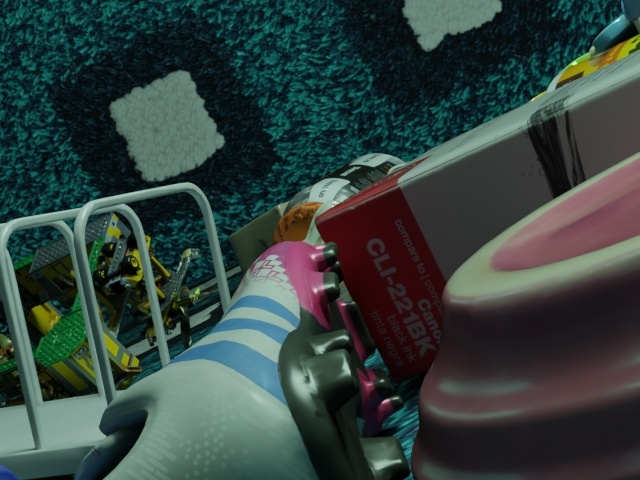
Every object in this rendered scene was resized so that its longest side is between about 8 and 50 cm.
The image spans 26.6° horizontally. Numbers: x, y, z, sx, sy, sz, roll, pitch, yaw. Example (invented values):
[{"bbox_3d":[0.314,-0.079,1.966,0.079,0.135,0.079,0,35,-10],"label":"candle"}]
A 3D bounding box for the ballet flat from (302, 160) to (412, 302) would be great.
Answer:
[{"bbox_3d":[0.059,0.000,1.103,0.316,0.106,0.107,-27,4,7],"label":"ballet flat"}]

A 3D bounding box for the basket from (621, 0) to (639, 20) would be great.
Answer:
[{"bbox_3d":[0.340,-0.243,1.033,0.201,0.289,0.255,-30,4,45],"label":"basket"}]

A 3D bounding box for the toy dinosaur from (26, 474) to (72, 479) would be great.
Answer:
[{"bbox_3d":[-0.291,0.202,1.119,0.211,0.064,0.112,-26,5,25],"label":"toy dinosaur"}]

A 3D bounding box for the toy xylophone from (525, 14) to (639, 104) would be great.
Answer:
[{"bbox_3d":[0.245,-0.123,1.251,0.323,0.081,0.236,-45,-10,36],"label":"toy xylophone"}]

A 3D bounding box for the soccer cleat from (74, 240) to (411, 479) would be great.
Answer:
[{"bbox_3d":[-0.041,0.077,0.632,0.143,0.116,0.331,-23,5,4],"label":"soccer cleat"}]

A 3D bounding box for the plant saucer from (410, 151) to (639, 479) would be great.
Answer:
[{"bbox_3d":[0.174,-0.002,0.497,0.332,0.084,0.332,-27,4,2],"label":"plant saucer"}]

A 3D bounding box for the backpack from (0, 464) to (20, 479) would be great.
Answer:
[{"bbox_3d":[-0.160,0.159,0.581,0.101,0.098,0.120,2,-26,-46],"label":"backpack"}]

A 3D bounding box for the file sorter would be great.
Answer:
[{"bbox_3d":[-0.221,0.072,0.997,0.278,0.173,0.193,-11,3,25],"label":"file sorter"}]

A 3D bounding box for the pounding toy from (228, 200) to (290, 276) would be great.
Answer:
[{"bbox_3d":[0.000,0.001,1.684,0.206,0.094,0.181,-18,-7,-36],"label":"pounding toy"}]

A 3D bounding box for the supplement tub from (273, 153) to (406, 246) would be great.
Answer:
[{"bbox_3d":[0.032,-0.018,1.446,0.117,0.117,0.190,-25,4,30],"label":"supplement tub"}]

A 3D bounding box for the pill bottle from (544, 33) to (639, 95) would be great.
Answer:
[{"bbox_3d":[0.239,-0.088,0.952,0.215,0.117,0.117,-24,5,44],"label":"pill bottle"}]

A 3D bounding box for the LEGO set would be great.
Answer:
[{"bbox_3d":[-0.245,0.136,1.289,0.331,0.192,0.255,-29,32,19],"label":"LEGO set"}]

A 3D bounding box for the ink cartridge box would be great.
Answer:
[{"bbox_3d":[0.165,-0.037,0.796,0.273,0.114,0.197,-25,4,30],"label":"ink cartridge box"}]
